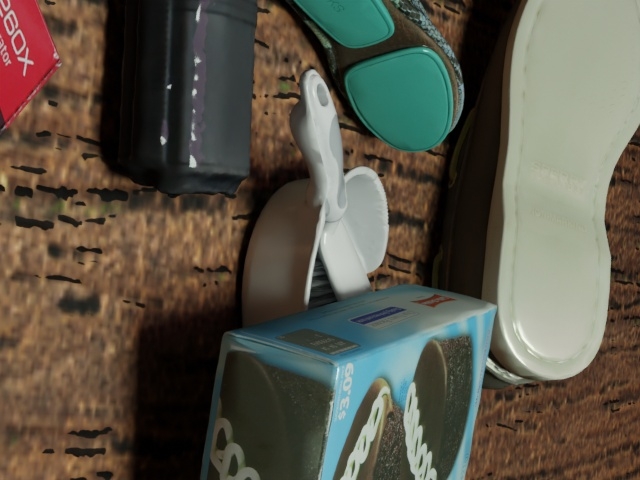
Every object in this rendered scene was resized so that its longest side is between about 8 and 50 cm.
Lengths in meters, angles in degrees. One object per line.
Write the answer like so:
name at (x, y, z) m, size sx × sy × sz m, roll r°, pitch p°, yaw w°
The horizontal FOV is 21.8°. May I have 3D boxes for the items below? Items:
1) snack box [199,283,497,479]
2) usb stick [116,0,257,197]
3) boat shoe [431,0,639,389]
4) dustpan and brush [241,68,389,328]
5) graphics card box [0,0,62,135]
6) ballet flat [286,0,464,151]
snack box at (-0.002, 0.189, 0.773) m, size 0.187 × 0.060 × 0.322 m, roll -12°, pitch 114°, yaw -63°
usb stick at (-0.048, -0.156, 0.695) m, size 0.077 × 0.045 × 0.278 m, roll 3°, pitch 90°, yaw -64°
boat shoe at (0.133, -0.053, 1.037) m, size 0.109 × 0.091 × 0.305 m, roll 23°, pitch 65°, yaw -24°
dustpan and brush at (0.000, 0.000, 0.799) m, size 0.211 × 0.060 × 0.147 m, roll 69°, pitch 35°, yaw -42°
graphics card box at (-0.206, -0.030, 0.331) m, size 0.371 × 0.094 × 0.233 m, roll -58°, pitch 143°, yaw -43°
ballet flat at (0.028, -0.116, 0.847) m, size 0.188 × 0.070 × 0.070 m, roll 56°, pitch 45°, yaw -57°
